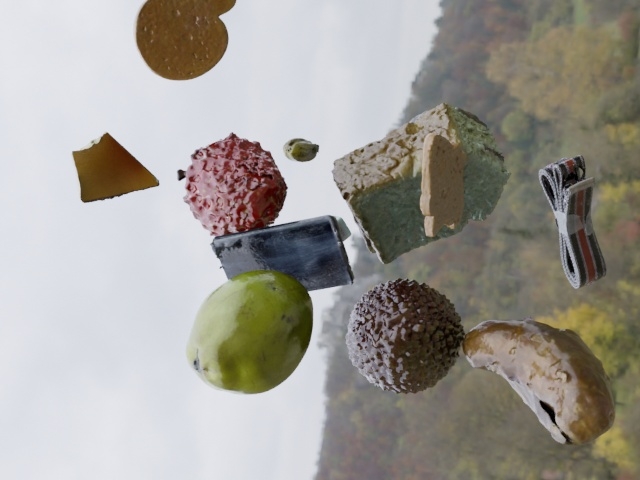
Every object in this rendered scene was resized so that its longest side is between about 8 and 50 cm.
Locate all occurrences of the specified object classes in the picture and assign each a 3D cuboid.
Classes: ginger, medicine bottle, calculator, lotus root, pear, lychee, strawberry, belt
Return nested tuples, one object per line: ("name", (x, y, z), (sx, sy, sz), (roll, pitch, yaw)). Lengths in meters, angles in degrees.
("ginger", (0.409, 0.240, 1.571), (0.321, 0.172, 0.165), (39, 145, 48))
("medicine bottle", (0.000, 0.000, 1.878), (0.118, 0.074, 0.055), (-39, -69, -21))
("calculator", (-0.075, 0.040, 1.704), (0.021, 0.261, 0.161), (-72, -32, -57))
("lotus root", (-0.040, -0.197, 1.900), (0.099, 0.054, 0.049), (-9, -52, -45))
("pear", (-0.121, 0.162, 1.567), (0.269, 0.212, 0.212), (-34, -39, -36))
("lychee", (0.163, 0.184, 1.699), (0.271, 0.235, 0.236), (50, -131, -75))
("strawberry", (-0.151, -0.104, 1.738), (0.178, 0.233, 0.234), (12, 95, 59))
("belt", (0.662, -0.045, 2.257), (0.126, 0.094, 0.360), (33, 143, 63))

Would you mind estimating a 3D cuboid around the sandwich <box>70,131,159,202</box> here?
("sandwich", (-0.492, -0.187, 2.068), (0.058, 0.193, 0.162), (-141, 41, -56))

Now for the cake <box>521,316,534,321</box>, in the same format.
("cake", (0.467, 0.251, 1.804), (0.295, 0.112, 0.116), (32, -155, -47))

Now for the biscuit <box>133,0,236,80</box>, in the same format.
("biscuit", (-0.280, -0.477, 1.822), (0.044, 0.202, 0.289), (-139, 64, -69))

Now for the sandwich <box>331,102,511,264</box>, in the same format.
("sandwich", (0.210, -0.112, 1.716), (0.262, 0.325, 0.131), (59, -173, -49))

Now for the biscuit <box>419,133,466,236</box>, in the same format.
("biscuit", (0.205, -0.099, 1.470), (0.162, 0.035, 0.250), (-65, -27, -25))

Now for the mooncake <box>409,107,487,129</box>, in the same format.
("mooncake", (0.290, -0.211, 2.041), (0.228, 0.228, 0.124), (89, -168, -48))
